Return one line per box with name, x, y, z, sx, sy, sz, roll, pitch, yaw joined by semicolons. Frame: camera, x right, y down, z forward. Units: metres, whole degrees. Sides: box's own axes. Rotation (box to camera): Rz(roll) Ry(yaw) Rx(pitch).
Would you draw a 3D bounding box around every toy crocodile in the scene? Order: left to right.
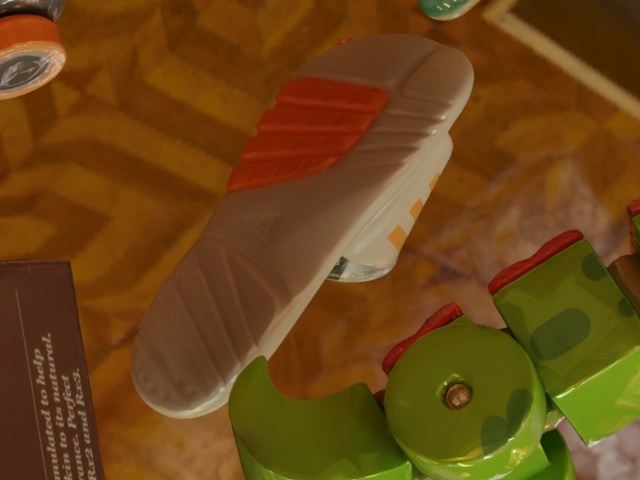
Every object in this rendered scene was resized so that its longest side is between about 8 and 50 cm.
toy crocodile;0.123;0.039;0.747;0.340;0.105;0.115;-28;147;2

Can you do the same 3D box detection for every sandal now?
sandal;-0.009;-0.003;0.955;0.265;0.102;0.076;-53;146;-17

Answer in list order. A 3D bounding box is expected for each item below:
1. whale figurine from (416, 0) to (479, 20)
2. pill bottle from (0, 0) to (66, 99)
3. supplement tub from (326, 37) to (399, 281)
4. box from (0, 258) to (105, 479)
whale figurine;0.144;-0.223;0.859;0.272;0.216;0.141;-27;146;18
pill bottle;-0.292;-0.241;1.438;0.130;0.246;0.130;-21;162;-7
supplement tub;0.033;-0.070;1.483;0.117;0.117;0.190;5;119;-20
box;-0.214;0.106;0.695;0.203;0.169;0.167;-11;176;21
